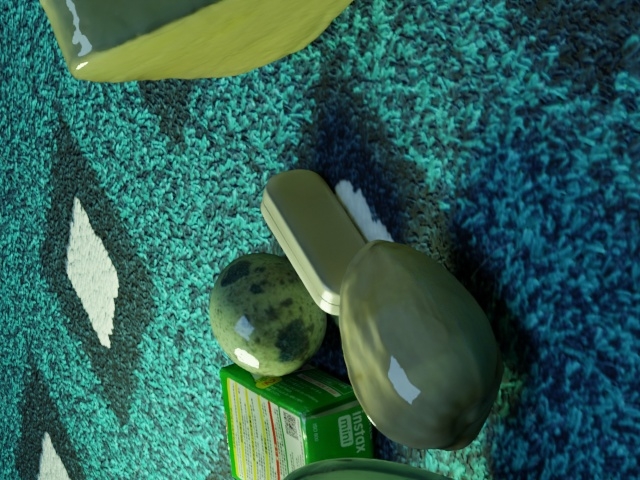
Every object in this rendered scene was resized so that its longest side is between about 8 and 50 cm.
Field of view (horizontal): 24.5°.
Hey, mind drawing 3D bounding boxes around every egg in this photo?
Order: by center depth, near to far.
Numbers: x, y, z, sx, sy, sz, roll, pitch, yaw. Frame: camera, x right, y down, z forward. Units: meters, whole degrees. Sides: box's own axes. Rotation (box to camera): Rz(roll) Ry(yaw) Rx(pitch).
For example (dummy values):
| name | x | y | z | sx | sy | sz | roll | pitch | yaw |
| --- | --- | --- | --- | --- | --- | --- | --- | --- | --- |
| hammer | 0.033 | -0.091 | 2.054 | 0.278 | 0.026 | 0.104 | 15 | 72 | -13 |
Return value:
| name | x | y | z | sx | sy | sz | roll | pitch | yaw |
| --- | --- | --- | --- | --- | --- | --- | --- | --- | --- |
| egg | -0.069 | 0.087 | 1.823 | 0.182 | 0.141 | 0.141 | -125 | 34 | -49 |

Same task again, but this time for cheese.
| name | x | y | z | sx | sy | sz | roll | pitch | yaw |
| --- | --- | --- | --- | --- | --- | --- | --- | --- | --- |
| cheese | -0.059 | -0.285 | 1.535 | 0.104 | 0.384 | 0.384 | 66 | 151 | 7 |

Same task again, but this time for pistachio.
| name | x | y | z | sx | sy | sz | roll | pitch | yaw |
| --- | --- | --- | --- | --- | --- | --- | --- | --- | --- |
| pistachio | 0.099 | 0.107 | 1.510 | 0.157 | 0.157 | 0.229 | 113 | 142 | -48 |

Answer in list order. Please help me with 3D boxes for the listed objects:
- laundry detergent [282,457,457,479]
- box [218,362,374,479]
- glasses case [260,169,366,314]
| name | x | y | z | sx | sy | sz | roll | pitch | yaw |
| --- | --- | --- | --- | --- | --- | --- | --- | --- | --- |
| laundry detergent | 0.054 | 0.428 | 1.530 | 0.287 | 0.287 | 0.305 | 38 | 119 | 49 |
| box | -0.029 | 0.252 | 1.868 | 0.250 | 0.103 | 0.180 | 20 | 119 | 56 |
| glasses case | 0.000 | 0.000 | 1.719 | 0.196 | 0.083 | 0.050 | 59 | 147 | 31 |
